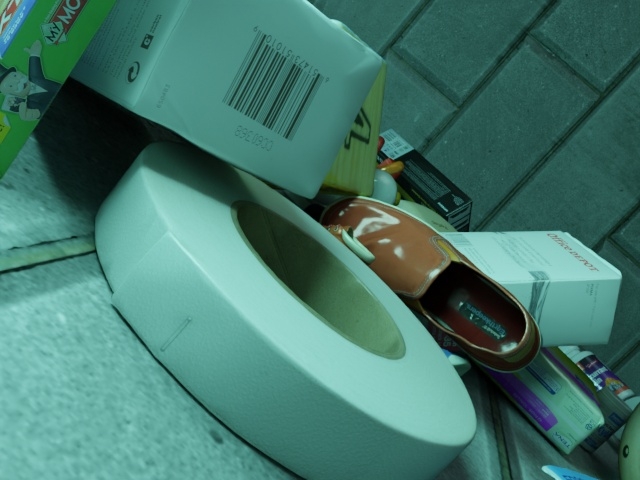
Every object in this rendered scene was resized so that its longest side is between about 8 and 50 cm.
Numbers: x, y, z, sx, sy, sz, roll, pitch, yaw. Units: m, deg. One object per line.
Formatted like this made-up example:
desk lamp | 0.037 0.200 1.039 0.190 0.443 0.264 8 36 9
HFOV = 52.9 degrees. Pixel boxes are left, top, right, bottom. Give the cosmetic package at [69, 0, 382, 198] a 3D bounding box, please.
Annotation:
cosmetic package | -0.154 -0.199 0.657 0.385 0.156 0.217 33 6 42

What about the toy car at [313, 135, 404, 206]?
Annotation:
toy car | 0.054 -0.121 1.094 0.181 0.136 0.159 11 5 -3

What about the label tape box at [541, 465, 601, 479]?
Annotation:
label tape box | 0.300 0.349 0.470 0.249 0.115 0.348 31 14 -42

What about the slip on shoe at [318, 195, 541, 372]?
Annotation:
slip on shoe | 0.134 0.043 0.822 0.331 0.123 0.101 38 -5 19

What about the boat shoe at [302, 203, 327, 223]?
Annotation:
boat shoe | 0.045 0.018 0.943 0.183 0.066 0.066 52 8 27

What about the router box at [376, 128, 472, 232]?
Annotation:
router box | 0.234 -0.090 1.576 0.309 0.081 0.243 50 -19 36

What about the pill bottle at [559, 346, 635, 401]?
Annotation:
pill bottle | 0.660 0.342 1.584 0.108 0.108 0.193 27 18 -49

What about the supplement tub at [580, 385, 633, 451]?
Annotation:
supplement tub | 0.509 0.327 1.177 0.071 0.107 0.071 39 13 -11

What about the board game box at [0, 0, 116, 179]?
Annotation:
board game box | -0.188 -0.227 0.486 0.046 0.317 0.213 28 17 -40

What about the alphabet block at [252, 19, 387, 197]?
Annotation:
alphabet block | -0.033 -0.170 0.874 0.192 0.197 0.193 8 1 27

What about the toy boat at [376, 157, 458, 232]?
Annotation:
toy boat | 0.170 -0.028 1.360 0.267 0.148 0.318 20 32 -47

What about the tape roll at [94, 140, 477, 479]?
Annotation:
tape roll | -0.022 0.057 0.594 0.392 0.072 0.392 40 12 -10

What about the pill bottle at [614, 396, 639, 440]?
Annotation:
pill bottle | 0.772 0.462 1.408 0.272 0.152 0.152 39 12 -13

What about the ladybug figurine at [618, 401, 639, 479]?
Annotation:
ladybug figurine | 0.649 0.433 1.089 0.449 0.162 0.305 35 18 -30

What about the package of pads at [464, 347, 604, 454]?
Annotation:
package of pads | 0.374 0.227 1.139 0.229 0.101 0.296 46 13 16

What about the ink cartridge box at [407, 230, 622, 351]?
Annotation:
ink cartridge box | 0.275 0.071 0.992 0.282 0.117 0.207 -1 20 -6

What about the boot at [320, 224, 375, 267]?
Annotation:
boot | 0.000 0.000 0.827 0.158 0.085 0.059 44 14 21

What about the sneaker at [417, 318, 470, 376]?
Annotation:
sneaker | 0.128 0.135 0.803 0.152 0.058 0.085 15 37 -51

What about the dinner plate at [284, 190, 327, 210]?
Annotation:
dinner plate | -0.015 -0.066 1.165 0.141 0.017 0.141 40 11 -9
